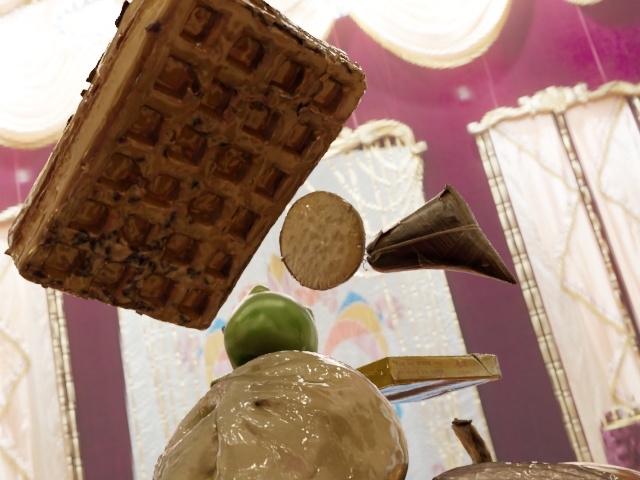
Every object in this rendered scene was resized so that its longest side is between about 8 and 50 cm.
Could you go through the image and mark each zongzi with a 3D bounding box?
[{"bbox_3d":[0.172,0.037,1.300,0.187,0.184,0.084,-33,-24,7],"label":"zongzi"}]

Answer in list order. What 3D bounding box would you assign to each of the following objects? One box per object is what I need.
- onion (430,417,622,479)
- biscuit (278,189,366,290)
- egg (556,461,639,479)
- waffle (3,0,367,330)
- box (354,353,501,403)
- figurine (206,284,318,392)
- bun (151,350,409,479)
[{"bbox_3d":[0.169,0.327,0.682,0.256,0.230,0.272,6,22,34],"label":"onion"},{"bbox_3d":[0.000,0.000,1.235,0.152,0.152,0.020,-25,-13,31],"label":"biscuit"},{"bbox_3d":[0.326,0.429,1.067,0.301,0.301,0.374,7,-31,-45],"label":"egg"},{"bbox_3d":[-0.144,-0.089,0.934,0.261,0.114,0.376,21,-69,-37],"label":"waffle"},{"bbox_3d":[0.117,0.196,1.182,0.153,0.041,0.279,-27,-21,35],"label":"box"},{"bbox_3d":[-0.090,0.192,1.339,0.162,0.263,0.143,24,-40,-7],"label":"figurine"},{"bbox_3d":[-0.041,0.155,0.549,0.178,0.128,0.193,-41,1,42],"label":"bun"}]
